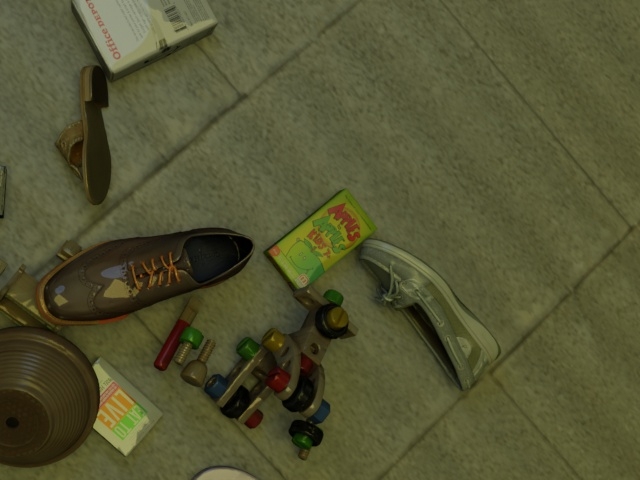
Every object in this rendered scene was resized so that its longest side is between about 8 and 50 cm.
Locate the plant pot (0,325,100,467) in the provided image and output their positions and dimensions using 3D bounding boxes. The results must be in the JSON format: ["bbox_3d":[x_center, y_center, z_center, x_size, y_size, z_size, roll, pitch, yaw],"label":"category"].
[{"bbox_3d":[-0.469,0.263,1.768,0.237,0.110,0.237,-1,108,-3],"label":"plant pot"}]

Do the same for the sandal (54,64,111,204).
[{"bbox_3d":[-0.403,-0.171,1.888,0.079,0.088,0.240,-5,79,17],"label":"sandal"}]

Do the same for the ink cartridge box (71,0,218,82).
[{"bbox_3d":[-0.299,-0.379,1.909,0.203,0.086,0.148,-28,93,-14],"label":"ink cartridge box"}]

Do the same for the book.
[{"bbox_3d":[-0.346,0.276,1.883,0.144,0.035,0.096,43,74,-7],"label":"book"}]

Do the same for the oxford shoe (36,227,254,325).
[{"bbox_3d":[-0.276,0.043,1.818,0.364,0.133,0.130,-19,90,-31],"label":"oxford shoe"}]

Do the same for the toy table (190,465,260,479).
[{"bbox_3d":[-0.112,0.505,1.860,0.274,0.161,0.252,45,77,-9],"label":"toy table"}]

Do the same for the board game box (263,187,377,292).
[{"bbox_3d":[0.000,0.000,1.982,0.181,0.043,0.092,-39,96,-14],"label":"board game box"}]

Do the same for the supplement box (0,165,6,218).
[{"bbox_3d":[-0.555,-0.081,1.838,0.083,0.056,0.083,4,85,-14],"label":"supplement box"}]

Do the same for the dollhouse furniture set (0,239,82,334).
[{"bbox_3d":[-0.470,0.052,1.852,0.182,0.101,0.161,38,54,-9],"label":"dollhouse furniture set"}]

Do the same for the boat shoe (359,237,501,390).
[{"bbox_3d":[0.180,0.125,1.985,0.320,0.118,0.103,46,73,-14],"label":"boat shoe"}]

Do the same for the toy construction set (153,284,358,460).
[{"bbox_3d":[-0.087,0.172,1.883,0.309,0.257,0.237,26,63,-1],"label":"toy construction set"}]
